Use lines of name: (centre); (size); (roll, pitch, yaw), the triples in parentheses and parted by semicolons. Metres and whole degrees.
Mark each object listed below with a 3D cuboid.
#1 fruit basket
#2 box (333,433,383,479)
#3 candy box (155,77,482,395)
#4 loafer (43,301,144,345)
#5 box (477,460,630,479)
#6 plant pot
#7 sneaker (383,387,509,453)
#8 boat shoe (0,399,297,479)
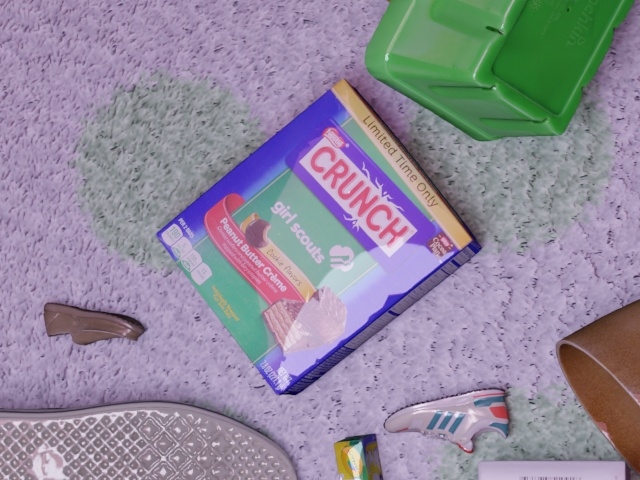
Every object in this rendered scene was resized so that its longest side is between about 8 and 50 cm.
fruit basket: (0.192, -0.336, 1.808); (0.392, 0.283, 0.392); (-29, 48, 38)
box: (0.058, 0.337, 1.830); (0.043, 0.105, 0.179); (-8, 86, 11)
candy box: (0.000, 0.000, 1.854); (0.317, 0.122, 0.268); (-39, 80, 5)
loafer: (-0.303, 0.118, 1.941); (0.148, 0.056, 0.050); (10, 89, 21)
box: (0.285, 0.360, 1.761); (0.181, 0.119, 0.182); (-2, 77, 15)
plant pot: (0.453, 0.143, 1.723); (0.254, 0.237, 0.237); (-35, 81, -8)
sneaker: (0.162, 0.237, 1.840); (0.161, 0.057, 0.075); (-14, 78, 7)
boat shoe: (-0.278, 0.295, 1.878); (0.500, 0.156, 0.187); (4, 85, -4)
